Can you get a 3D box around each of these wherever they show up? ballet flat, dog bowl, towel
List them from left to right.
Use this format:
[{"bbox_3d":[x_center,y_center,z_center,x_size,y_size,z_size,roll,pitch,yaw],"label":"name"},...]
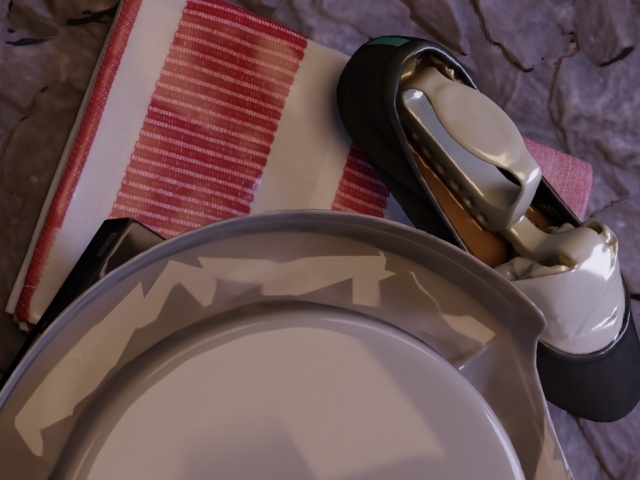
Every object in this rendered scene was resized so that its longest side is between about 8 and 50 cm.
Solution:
[{"bbox_3d":[-0.019,0.159,0.860,0.348,0.102,0.349,0,91,-17],"label":"dog bowl"},{"bbox_3d":[0.000,0.000,1.041,0.329,0.037,0.237,22,75,-17],"label":"towel"},{"bbox_3d":[0.112,-0.005,1.014,0.095,0.096,0.280,-43,97,-23],"label":"ballet flat"}]

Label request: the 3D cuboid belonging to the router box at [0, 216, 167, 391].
[{"bbox_3d":[-0.093,0.179,0.934,0.243,0.081,0.309,34,81,-14],"label":"router box"}]
